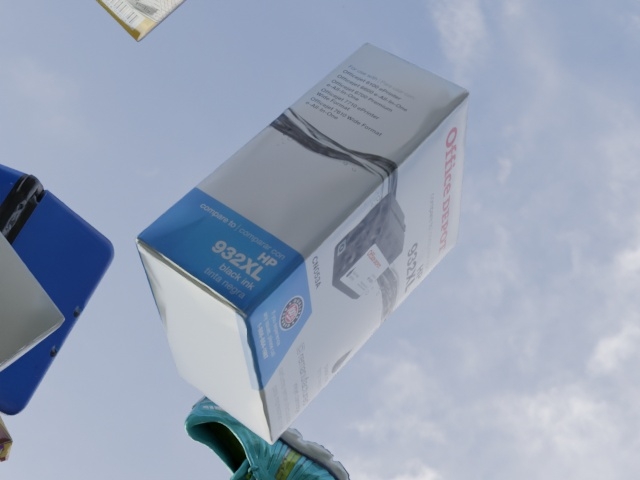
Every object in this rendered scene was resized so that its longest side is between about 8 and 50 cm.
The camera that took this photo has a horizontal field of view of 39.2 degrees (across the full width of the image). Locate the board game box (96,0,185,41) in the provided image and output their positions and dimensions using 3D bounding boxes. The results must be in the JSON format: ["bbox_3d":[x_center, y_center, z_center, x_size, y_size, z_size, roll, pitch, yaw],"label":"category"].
[{"bbox_3d":[-0.105,-0.192,0.291,0.243,0.165,0.042,44,-121,-20],"label":"board game box"}]

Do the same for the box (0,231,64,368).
[{"bbox_3d":[-0.341,-0.004,0.721,0.113,0.094,0.275,-34,-86,37],"label":"box"}]

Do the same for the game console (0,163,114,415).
[{"bbox_3d":[-0.481,0.054,1.258,0.250,0.173,0.293,19,-115,15],"label":"game console"}]

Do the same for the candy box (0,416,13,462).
[{"bbox_3d":[-0.544,0.256,1.329,0.187,0.109,0.053,50,-49,29],"label":"candy box"}]

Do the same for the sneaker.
[{"bbox_3d":[-0.060,0.296,1.120,0.275,0.110,0.107,38,-59,19],"label":"sneaker"}]

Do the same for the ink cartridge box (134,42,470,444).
[{"bbox_3d":[0.000,0.000,0.838,0.129,0.307,0.223,31,-31,26],"label":"ink cartridge box"}]
